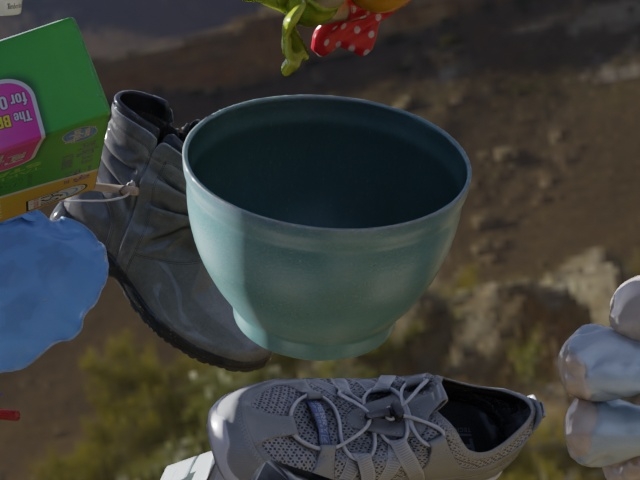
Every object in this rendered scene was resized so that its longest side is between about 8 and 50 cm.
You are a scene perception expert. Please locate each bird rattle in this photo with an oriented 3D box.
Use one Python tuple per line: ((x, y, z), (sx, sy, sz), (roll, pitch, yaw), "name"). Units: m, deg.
((0.041, -0.242, 1.821), (0.207, 0.143, 0.253), (-23, -11, 29), "bird rattle")

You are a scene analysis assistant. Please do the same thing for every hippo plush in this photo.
((0.403, 0.196, 1.939), (0.294, 0.234, 0.236), (26, 9, -24), "hippo plush")

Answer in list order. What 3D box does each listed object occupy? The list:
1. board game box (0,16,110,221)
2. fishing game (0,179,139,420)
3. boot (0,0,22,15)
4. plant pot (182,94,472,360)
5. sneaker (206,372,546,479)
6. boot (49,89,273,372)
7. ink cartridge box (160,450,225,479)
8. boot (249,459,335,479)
((-0.294, -0.030, 1.156), (0.316, 0.064, 0.242), (-21, -5, -11), "board game box")
((-0.257, 0.045, 1.468), (0.189, 0.041, 0.264), (3, 46, 16), "fishing game")
((-0.425, -0.336, 1.970), (0.244, 0.176, 0.088), (7, 13, 18), "boot")
((0.000, 0.000, 1.922), (0.293, 0.196, 0.293), (4, 29, -2), "plant pot")
((0.043, 0.131, 1.375), (0.281, 0.105, 0.115), (1, -31, -39), "sneaker")
((-0.157, -0.010, 2.239), (0.223, 0.338, 0.118), (-54, -2, 28), "boot")
((-0.058, 0.249, 1.581), (0.153, 0.087, 0.208), (25, -17, -12), "ink cartridge box")
((0.035, 0.318, 0.927), (0.146, 0.367, 0.445), (17, -5, 30), "boot")
